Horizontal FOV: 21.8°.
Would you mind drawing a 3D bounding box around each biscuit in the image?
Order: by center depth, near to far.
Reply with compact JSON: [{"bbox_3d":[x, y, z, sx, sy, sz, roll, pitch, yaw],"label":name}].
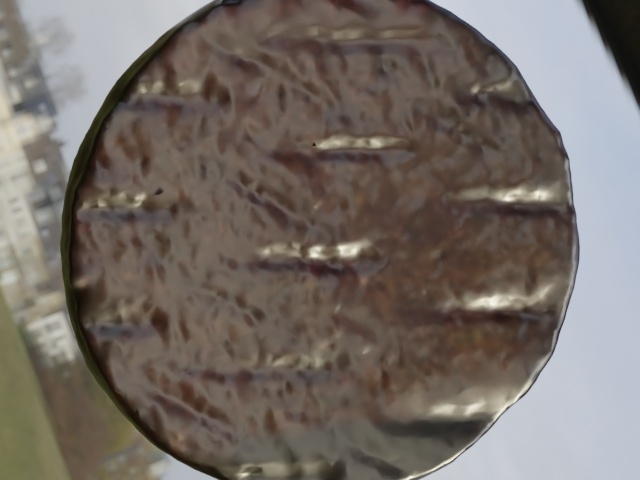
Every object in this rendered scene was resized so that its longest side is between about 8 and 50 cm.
[{"bbox_3d":[0.000,0.000,1.298,0.091,0.407,0.407,-168,-122,-76],"label":"biscuit"}]
